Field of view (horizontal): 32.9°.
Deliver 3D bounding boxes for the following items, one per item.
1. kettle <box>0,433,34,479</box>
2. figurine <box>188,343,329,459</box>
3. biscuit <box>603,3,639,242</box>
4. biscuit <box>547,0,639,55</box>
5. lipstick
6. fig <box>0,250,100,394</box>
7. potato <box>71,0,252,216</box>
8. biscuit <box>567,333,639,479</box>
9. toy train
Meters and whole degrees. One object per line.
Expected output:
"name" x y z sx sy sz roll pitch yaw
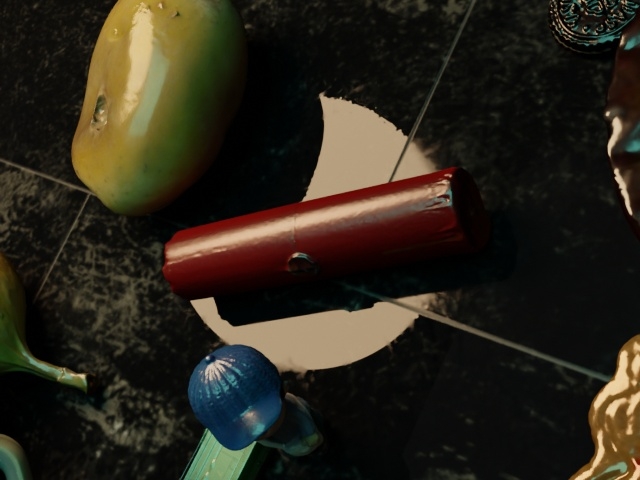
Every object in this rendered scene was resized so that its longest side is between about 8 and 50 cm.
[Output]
"kettle" -0.344 0.233 0.921 0.210 0.160 0.243 -22 95 -7
"figurine" -0.041 0.123 0.825 0.077 0.136 0.079 -11 71 28
"biscuit" 0.388 -0.100 0.694 0.407 0.091 0.407 -15 60 28
"biscuit" 0.228 -0.188 0.873 0.089 0.027 0.087 -51 53 2
"lipstick" 0.000 -0.001 0.901 0.279 0.073 0.073 -12 63 28
"fig" -0.320 0.073 1.018 0.230 0.160 0.143 4 111 31
"potato" -0.146 -0.134 1.011 0.150 0.146 0.234 -178 102 -79
"biscuit" 0.238 0.212 0.670 0.202 0.047 0.334 -10 63 28
"toy train" -0.078 0.188 0.881 0.056 0.038 0.093 22 81 34
